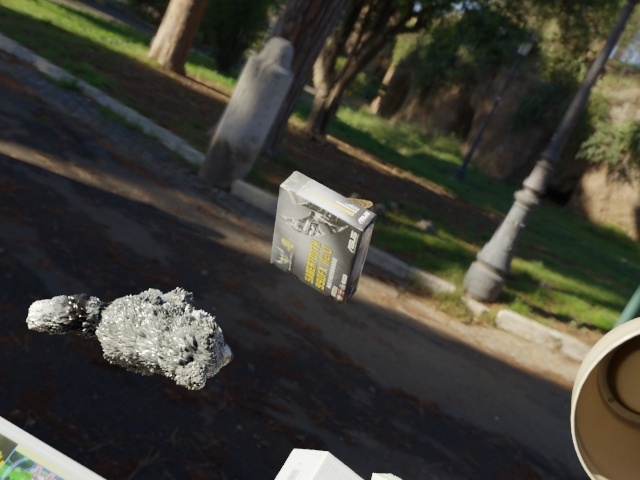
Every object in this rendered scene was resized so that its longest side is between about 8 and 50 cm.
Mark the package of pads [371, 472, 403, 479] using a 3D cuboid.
[{"bbox_3d":[0.221,0.705,1.749,0.297,0.229,0.101,11,-7,44],"label":"package of pads"}]

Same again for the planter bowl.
[{"bbox_3d":[0.282,0.128,0.613,0.162,0.162,0.109,28,15,4],"label":"planter bowl"}]

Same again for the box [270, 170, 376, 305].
[{"bbox_3d":[0.000,0.000,1.452,0.183,0.231,0.056,29,50,15],"label":"box"}]

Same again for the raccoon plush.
[{"bbox_3d":[-0.423,0.238,1.691,0.447,0.216,0.299,-3,6,-20],"label":"raccoon plush"}]

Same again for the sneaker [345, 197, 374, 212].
[{"bbox_3d":[0.053,-0.042,1.591,0.064,0.086,0.192,-17,16,-30],"label":"sneaker"}]

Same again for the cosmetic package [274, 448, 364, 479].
[{"bbox_3d":[0.031,0.517,1.416,0.225,0.138,0.224,37,-22,-6],"label":"cosmetic package"}]

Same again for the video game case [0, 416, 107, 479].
[{"bbox_3d":[-0.268,0.302,0.559,0.329,0.300,0.036,29,-28,6],"label":"video game case"}]
